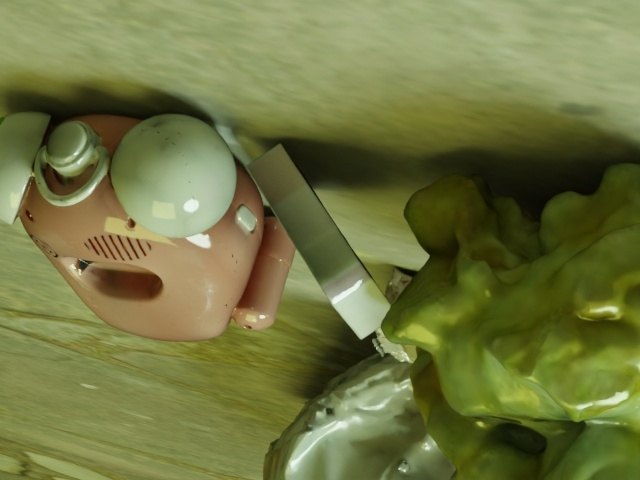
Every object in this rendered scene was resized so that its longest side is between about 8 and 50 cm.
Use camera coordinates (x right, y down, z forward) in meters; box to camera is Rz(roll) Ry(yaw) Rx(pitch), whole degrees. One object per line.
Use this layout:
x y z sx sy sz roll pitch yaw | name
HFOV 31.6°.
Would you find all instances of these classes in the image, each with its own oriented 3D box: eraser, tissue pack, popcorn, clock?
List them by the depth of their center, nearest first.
0.125 0.051 0.566 0.185 0.167 0.188 28 133 39 | popcorn
0.000 0.000 0.605 0.026 0.105 0.065 -33 146 0 | eraser
-0.109 -0.010 0.660 0.165 0.093 0.162 5 152 27 | clock
0.094 0.282 0.894 0.376 0.195 0.390 61 162 8 | tissue pack

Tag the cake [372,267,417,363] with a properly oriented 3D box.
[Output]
0.096 0.056 0.722 0.121 0.052 0.065 4 152 28 | cake
